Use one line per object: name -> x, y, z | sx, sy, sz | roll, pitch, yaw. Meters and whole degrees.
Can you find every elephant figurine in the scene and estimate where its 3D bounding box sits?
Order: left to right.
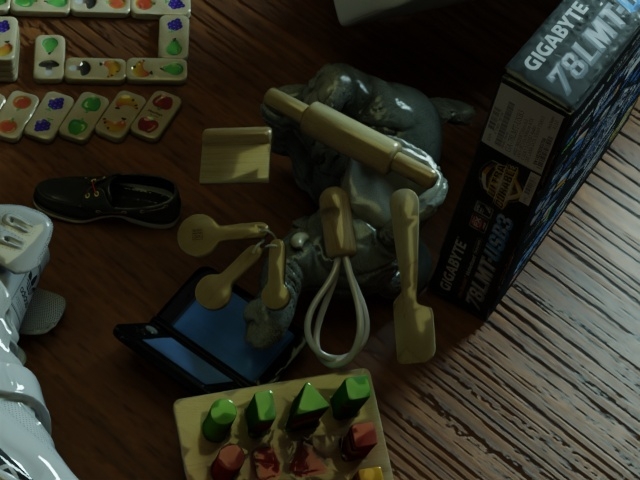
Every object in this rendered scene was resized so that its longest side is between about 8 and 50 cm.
elephant figurine -> 0.035, -0.018, 1.649 | 0.186, 0.169, 0.239 | -26, 55, 24

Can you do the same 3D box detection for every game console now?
game console -> -0.090, 0.079, 1.593 | 0.122, 0.071, 0.107 | 33, 11, 21

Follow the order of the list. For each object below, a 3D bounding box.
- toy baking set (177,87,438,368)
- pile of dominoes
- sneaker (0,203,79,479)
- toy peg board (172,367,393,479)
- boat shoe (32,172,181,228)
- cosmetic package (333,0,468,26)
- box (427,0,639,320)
toy baking set -> 0.002, -0.007, 1.564 | 0.256, 0.030, 0.196 | 24, 82, 15
pile of dominoes -> -0.248, -0.175, 1.807 | 0.251, 0.040, 0.196 | 0, 51, -4
sneaker -> -0.256, 0.096, 1.525 | 0.366, 0.137, 0.210 | 35, 60, 26
toy peg board -> -0.019, 0.181, 1.481 | 0.161, 0.079, 0.160 | -9, 74, -11
boat shoe -> -0.189, -0.041, 1.705 | 0.133, 0.042, 0.049 | 6, 53, 2
cosmetic package -> 0.241, -0.334, 1.792 | 0.453, 0.230, 0.161 | -16, 92, -27
box -> 0.216, -0.119, 1.637 | 0.073, 0.293, 0.295 | 33, 56, 11
